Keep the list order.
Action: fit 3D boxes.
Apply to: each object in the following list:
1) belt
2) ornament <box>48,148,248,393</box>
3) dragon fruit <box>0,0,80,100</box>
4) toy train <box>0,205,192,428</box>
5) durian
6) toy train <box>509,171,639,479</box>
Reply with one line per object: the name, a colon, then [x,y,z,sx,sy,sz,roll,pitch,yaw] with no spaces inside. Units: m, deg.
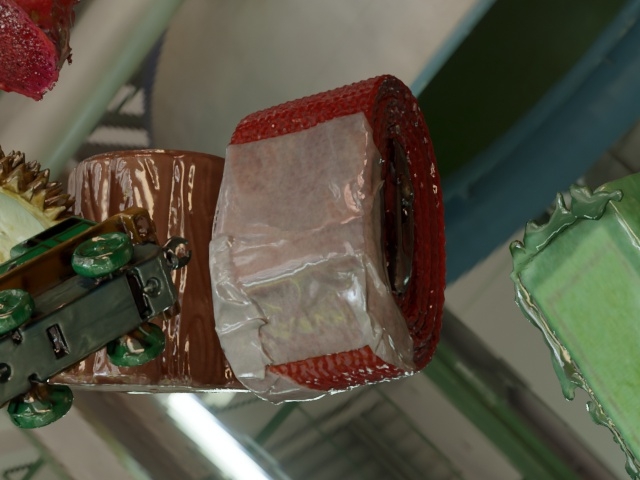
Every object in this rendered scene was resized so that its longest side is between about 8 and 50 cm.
belt: [0.000,0.000,0.788,0.128,0.124,0.200,52,-146,-46]
ornament: [-0.150,0.034,1.239,0.235,0.221,0.217,12,-104,-54]
dragon fruit: [-0.281,-0.221,1.211,0.153,0.153,0.111,37,-126,-9]
toy train: [-0.194,0.050,0.923,0.136,0.228,0.091,18,132,52]
durian: [-0.321,-0.021,1.189,0.144,0.252,0.139,-54,-43,-72]
toy train: [0.212,0.045,0.520,0.159,0.188,0.271,-18,-114,-32]
